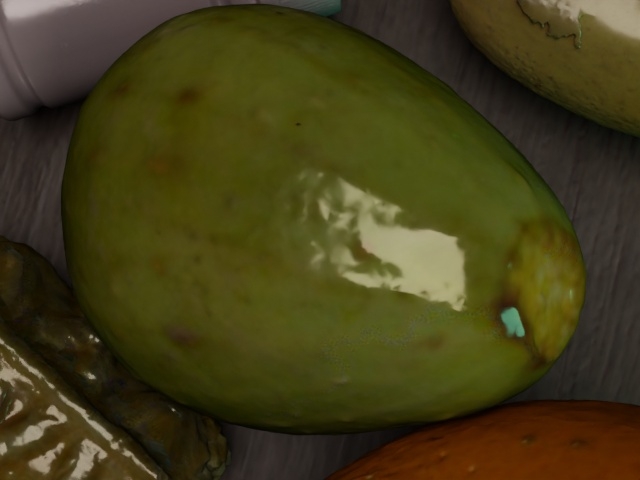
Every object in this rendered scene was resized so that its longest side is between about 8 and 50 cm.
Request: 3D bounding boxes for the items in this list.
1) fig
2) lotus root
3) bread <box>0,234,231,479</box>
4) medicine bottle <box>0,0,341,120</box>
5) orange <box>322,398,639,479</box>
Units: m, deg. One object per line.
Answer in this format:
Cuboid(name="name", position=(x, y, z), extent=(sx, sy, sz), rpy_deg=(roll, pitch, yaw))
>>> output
Cuboid(name="fig", position=(0.000, 0.000, 0.733), extent=(0.326, 0.258, 0.258), rpy_deg=(24, 84, 37))
Cuboid(name="lotus root", position=(0.218, -0.145, 0.824), extent=(0.303, 0.131, 0.146), rpy_deg=(20, 84, 7))
Cuboid(name="bread", position=(-0.189, 0.106, 0.813), extent=(0.267, 0.130, 0.152), rpy_deg=(43, 46, 6))
Cuboid(name="medicine bottle", position=(-0.121, -0.178, 0.841), extent=(0.249, 0.133, 0.133), rpy_deg=(-17, 83, 2))
Cuboid(name="orange", position=(0.119, 0.292, 0.653), extent=(0.423, 0.424, 0.326), rpy_deg=(-22, 122, 0))
